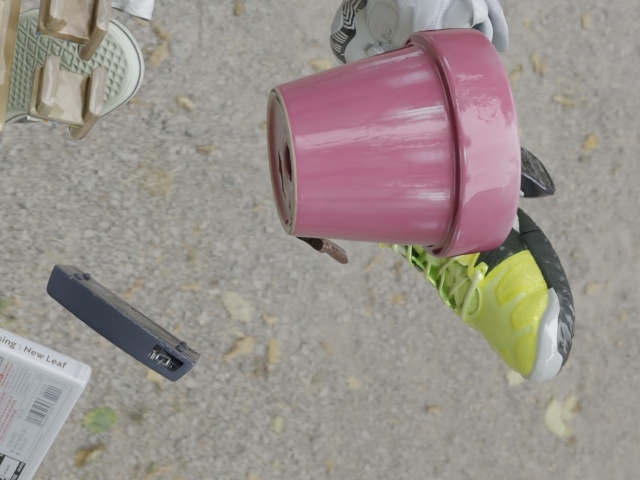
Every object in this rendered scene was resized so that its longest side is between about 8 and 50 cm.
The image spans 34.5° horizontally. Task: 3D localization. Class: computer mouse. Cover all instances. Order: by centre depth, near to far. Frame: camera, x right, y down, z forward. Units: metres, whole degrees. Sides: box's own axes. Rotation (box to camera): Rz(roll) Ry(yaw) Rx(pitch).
[{"bbox_3d":[0.294,-0.157,1.758,0.262,0.060,0.184,16,43,-50],"label":"computer mouse"}]

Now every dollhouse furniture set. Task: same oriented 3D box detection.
[{"bbox_3d":[-0.300,-0.208,0.885,0.212,0.161,0.242,9,75,-24],"label":"dollhouse furniture set"}]

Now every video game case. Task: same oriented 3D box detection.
[{"bbox_3d":[-0.308,0.125,0.845,0.193,0.212,0.023,25,44,-12],"label":"video game case"}]

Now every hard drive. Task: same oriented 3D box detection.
[{"bbox_3d":[-0.303,0.127,1.589,0.254,0.172,0.054,36,86,-2],"label":"hard drive"}]

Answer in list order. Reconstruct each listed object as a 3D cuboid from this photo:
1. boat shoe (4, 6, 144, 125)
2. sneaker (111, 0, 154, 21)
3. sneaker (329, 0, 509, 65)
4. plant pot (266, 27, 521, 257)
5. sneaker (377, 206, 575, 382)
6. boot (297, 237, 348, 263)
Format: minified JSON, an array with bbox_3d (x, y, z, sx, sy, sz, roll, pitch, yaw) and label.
[{"bbox_3d":[-0.427,-0.276,1.655,0.156,0.500,0.187,-27,106,-41],"label":"boat shoe"},{"bbox_3d":[-0.348,-0.435,1.827,0.053,0.152,0.061,8,104,-60],"label":"sneaker"},{"bbox_3d":[0.128,-0.276,1.394,0.137,0.366,0.210,-32,72,-16],"label":"sneaker"},{"bbox_3d":[0.052,-0.078,0.892,0.180,0.201,0.201,-7,98,-11],"label":"plant pot"},{"bbox_3d":[0.139,0.006,1.127,0.147,0.385,0.145,-10,137,-22],"label":"sneaker"},{"bbox_3d":[0.000,0.000,1.999,0.037,0.106,0.114,-49,149,11],"label":"boot"}]
